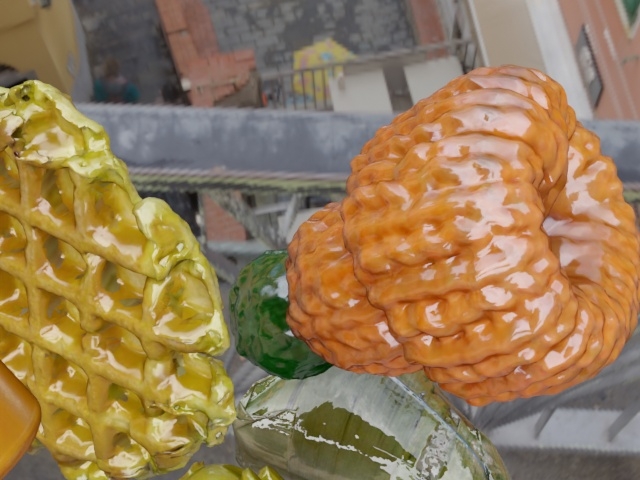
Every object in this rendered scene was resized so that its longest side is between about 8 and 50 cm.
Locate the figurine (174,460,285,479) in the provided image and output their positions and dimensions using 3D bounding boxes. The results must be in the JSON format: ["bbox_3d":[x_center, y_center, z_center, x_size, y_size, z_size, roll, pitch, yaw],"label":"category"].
[{"bbox_3d":[-0.146,0.358,1.065,0.169,0.218,0.327,30,84,17],"label":"figurine"}]

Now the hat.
[{"bbox_3d":[0.055,0.013,0.958,0.400,0.285,0.285,-13,63,30],"label":"hat"}]

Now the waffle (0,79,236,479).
[{"bbox_3d":[-0.190,0.042,0.775,0.302,0.325,0.068,55,44,-5],"label":"waffle"}]

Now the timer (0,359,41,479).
[{"bbox_3d":[-0.224,0.055,0.513,0.132,0.132,0.152,-30,108,-10],"label":"timer"}]

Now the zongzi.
[{"bbox_3d":[0.109,0.183,1.351,0.322,0.160,0.360,24,44,13],"label":"zongzi"}]
